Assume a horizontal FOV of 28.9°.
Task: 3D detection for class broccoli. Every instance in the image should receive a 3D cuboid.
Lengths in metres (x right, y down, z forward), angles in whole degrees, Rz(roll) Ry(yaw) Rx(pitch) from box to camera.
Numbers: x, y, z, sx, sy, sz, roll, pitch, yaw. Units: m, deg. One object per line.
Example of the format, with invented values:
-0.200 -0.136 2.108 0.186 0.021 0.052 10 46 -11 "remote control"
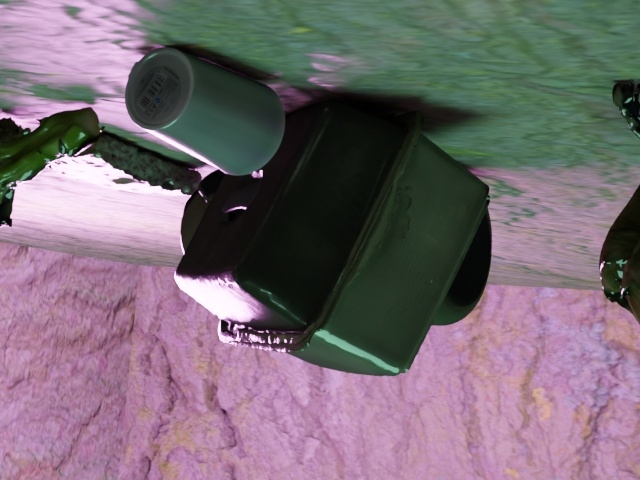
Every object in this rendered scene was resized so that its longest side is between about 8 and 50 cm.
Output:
-0.284 -0.083 1.176 0.204 0.118 0.122 -18 152 33 "broccoli"

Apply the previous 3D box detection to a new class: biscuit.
-0.236 -0.080 1.408 0.141 0.038 0.290 4 175 19 "biscuit"

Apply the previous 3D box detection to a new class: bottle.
0.004 -0.002 1.362 0.347 0.168 0.168 4 175 32 "bottle"

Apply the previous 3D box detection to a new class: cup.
-0.094 -0.102 0.918 0.104 0.074 0.116 36 -171 32 "cup"

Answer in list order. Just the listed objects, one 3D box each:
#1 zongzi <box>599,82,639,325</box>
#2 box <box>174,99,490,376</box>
0.331 0.014 1.060 0.447 0.181 0.418 33 -171 -16 "zongzi"
0.000 0.000 1.076 0.166 0.220 0.290 29 168 -16 "box"
